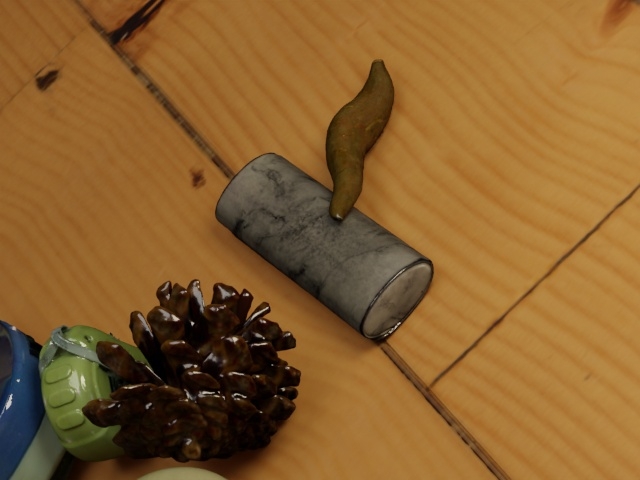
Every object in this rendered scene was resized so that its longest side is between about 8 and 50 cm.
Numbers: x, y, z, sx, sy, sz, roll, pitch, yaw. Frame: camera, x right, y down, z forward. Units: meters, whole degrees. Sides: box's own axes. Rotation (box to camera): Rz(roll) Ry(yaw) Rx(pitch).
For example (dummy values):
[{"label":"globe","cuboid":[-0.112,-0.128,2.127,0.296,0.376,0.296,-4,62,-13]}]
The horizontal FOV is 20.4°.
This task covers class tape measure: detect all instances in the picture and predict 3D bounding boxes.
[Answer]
[{"label":"tape measure","cuboid":[-0.405,0.217,2.095,0.262,0.138,0.259,18,75,45]},{"label":"tape measure","cuboid":[-0.252,0.173,2.016,0.087,0.177,0.154,-19,63,23]}]

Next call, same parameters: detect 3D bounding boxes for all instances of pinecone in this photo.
[{"label":"pinecone","cuboid":[-0.132,0.143,1.918,0.202,0.229,0.201,-7,67,56]}]

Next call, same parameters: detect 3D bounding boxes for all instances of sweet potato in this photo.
[{"label":"sweet potato","cuboid":[0.036,-0.108,2.070,0.069,0.059,0.249,-16,39,36]}]

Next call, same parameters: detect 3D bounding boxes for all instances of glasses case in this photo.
[{"label":"glasses case","cuboid":[0.000,0.000,2.033,0.114,0.060,0.299,-49,46,-4]}]

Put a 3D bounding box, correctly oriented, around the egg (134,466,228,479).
[{"label":"egg","cuboid":[-0.160,0.353,1.810,0.188,0.188,0.253,16,78,40]}]
